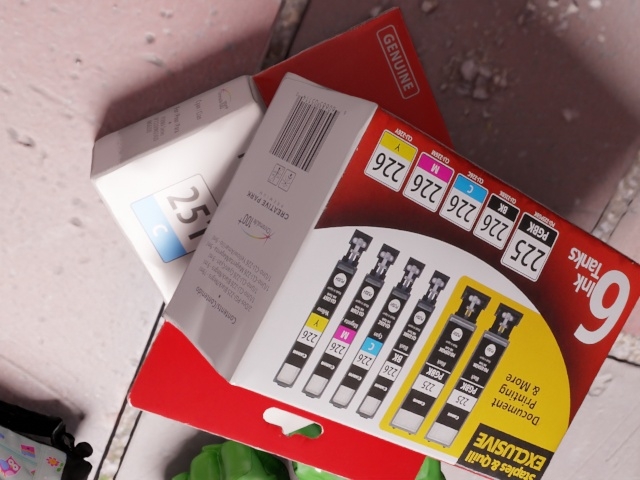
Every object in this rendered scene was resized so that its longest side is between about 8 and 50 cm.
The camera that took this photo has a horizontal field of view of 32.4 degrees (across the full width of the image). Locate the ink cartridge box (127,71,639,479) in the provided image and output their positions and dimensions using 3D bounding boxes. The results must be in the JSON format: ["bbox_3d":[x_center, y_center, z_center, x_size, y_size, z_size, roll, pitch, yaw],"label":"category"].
[{"bbox_3d":[0.056,0.070,0.826,0.309,0.130,0.272,25,93,-34],"label":"ink cartridge box"}]

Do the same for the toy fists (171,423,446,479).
[{"bbox_3d":[-0.023,0.221,0.997,0.279,0.096,0.142,-24,131,2],"label":"toy fists"}]

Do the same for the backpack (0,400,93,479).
[{"bbox_3d":[-0.302,0.204,0.921,0.182,0.115,0.152,33,112,-23],"label":"backpack"}]

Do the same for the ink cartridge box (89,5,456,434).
[{"bbox_3d":[0.000,0.000,0.887,0.261,0.066,0.296,-24,121,5],"label":"ink cartridge box"}]
